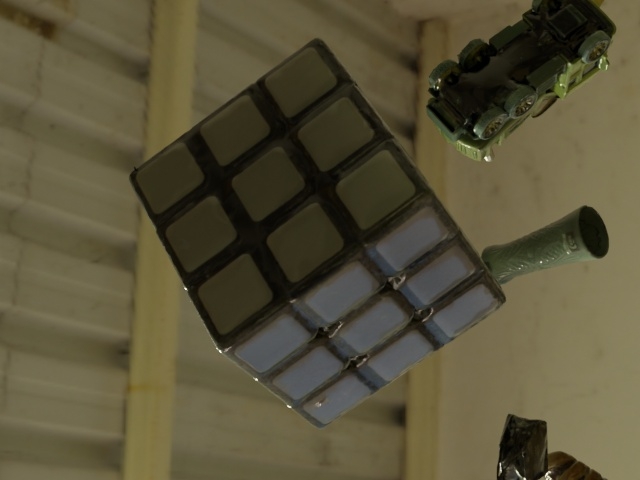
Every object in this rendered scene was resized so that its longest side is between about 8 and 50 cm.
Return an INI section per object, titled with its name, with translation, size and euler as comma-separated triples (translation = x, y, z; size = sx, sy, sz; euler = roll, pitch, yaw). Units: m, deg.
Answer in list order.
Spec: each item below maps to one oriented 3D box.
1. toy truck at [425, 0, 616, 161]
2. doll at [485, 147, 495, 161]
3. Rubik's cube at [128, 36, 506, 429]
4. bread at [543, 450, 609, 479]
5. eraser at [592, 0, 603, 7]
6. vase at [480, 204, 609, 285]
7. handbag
[toy truck]
translation = 0.192, -0.152, 1.248
size = 0.191, 0.085, 0.116
euler = -37, -23, -10
[doll]
translation = 0.223, -0.157, 1.842
size = 0.057, 0.143, 0.099
euler = -35, -90, -8
[Rubik's cube]
translation = 0.000, 0.000, 1.575
size = 0.301, 0.303, 0.305
euler = 57, -173, 35
[bread]
translation = 0.507, 0.483, 2.406
size = 0.081, 0.225, 0.134
euler = -51, -16, -12
[eraser]
translation = 0.424, -0.454, 2.032
size = 0.226, 0.069, 0.158
euler = -57, -33, -13
[vase]
translation = 0.385, 0.017, 2.245
size = 0.096, 0.219, 0.096
euler = 24, -124, -41
[handbag]
translation = 0.320, 0.368, 2.132
size = 0.139, 0.072, 0.115
euler = -38, -49, -49
